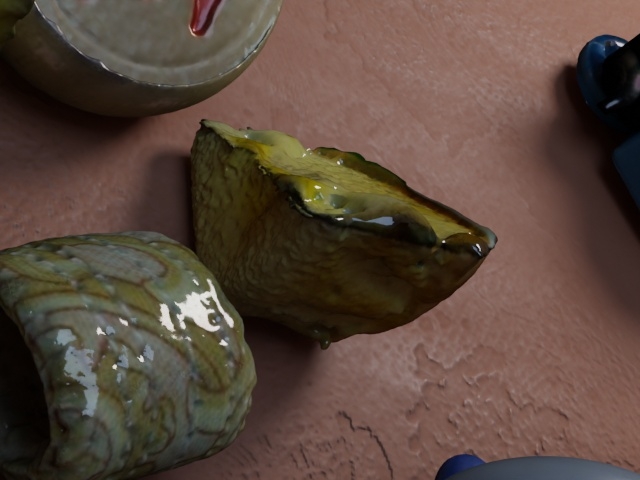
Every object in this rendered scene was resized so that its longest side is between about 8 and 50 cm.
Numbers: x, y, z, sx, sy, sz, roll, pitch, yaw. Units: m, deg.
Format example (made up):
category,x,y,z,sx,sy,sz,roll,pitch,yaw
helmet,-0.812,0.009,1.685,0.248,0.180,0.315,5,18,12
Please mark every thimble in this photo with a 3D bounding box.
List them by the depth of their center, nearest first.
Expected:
category,x,y,z,sx,sy,sz,roll,pitch,yaw
thimble,-0.145,0.065,0.855,0.144,0.137,0.190,-10,46,-40

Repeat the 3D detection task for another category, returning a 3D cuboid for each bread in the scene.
category,x,y,z,sx,sy,sz,roll,pitch,yaw
bread,0.000,0.009,1.000,0.174,0.133,0.252,14,11,-33

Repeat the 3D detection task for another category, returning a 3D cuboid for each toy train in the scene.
category,x,y,z,sx,sy,sz,roll,pitch,yaw
toy train,0.411,-0.130,1.365,0.300,0.188,0.265,-18,78,-43

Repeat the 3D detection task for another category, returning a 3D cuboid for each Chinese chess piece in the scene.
category,x,y,z,sx,sy,sz,roll,pitch,yaw
Chinese chess piece,-0.143,-0.214,1.014,0.250,0.103,0.249,5,81,-34

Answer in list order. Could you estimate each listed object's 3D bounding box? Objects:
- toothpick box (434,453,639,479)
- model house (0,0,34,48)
category,x,y,z,sx,sy,sz,roll,pitch,yaw
toothpick box,0.129,0.289,0.853,0.263,0.263,0.354,29,48,-19
model house,-0.323,-0.178,0.852,0.234,0.175,0.193,-7,67,-43
